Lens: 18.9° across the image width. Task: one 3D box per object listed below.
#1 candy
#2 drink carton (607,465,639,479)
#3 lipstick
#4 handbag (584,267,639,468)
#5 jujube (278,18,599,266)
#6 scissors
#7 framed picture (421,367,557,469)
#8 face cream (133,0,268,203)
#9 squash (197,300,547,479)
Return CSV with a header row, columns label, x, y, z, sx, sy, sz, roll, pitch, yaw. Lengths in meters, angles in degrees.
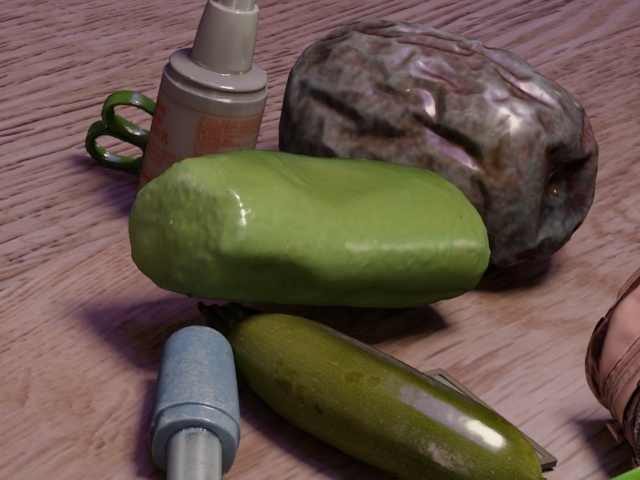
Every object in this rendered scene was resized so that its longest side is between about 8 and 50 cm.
label,x,y,z,sx,sy,sz,roll,pitch,yaw
candy,0.000,0.000,1.644,0.343,0.132,0.142,3,49,-47
drink carton,0.197,0.257,1.305,0.271,0.108,0.161,-12,39,-46
lipstick,-0.093,0.153,1.412,0.068,0.061,0.274,12,26,-8
handbag,0.321,0.099,1.601,0.179,0.205,0.116,36,9,-37
jujube,0.113,-0.100,1.884,0.317,0.226,0.226,21,25,26
scissors,-0.125,-0.078,1.870,0.204,0.101,0.027,24,51,-15
framed picture,0.107,0.154,1.579,0.109,0.011,0.149,-9,34,-40
face cream,-0.100,-0.128,1.762,0.101,0.251,0.101,12,26,-6
squash,0.024,0.123,1.507,0.341,0.094,0.094,27,28,27
